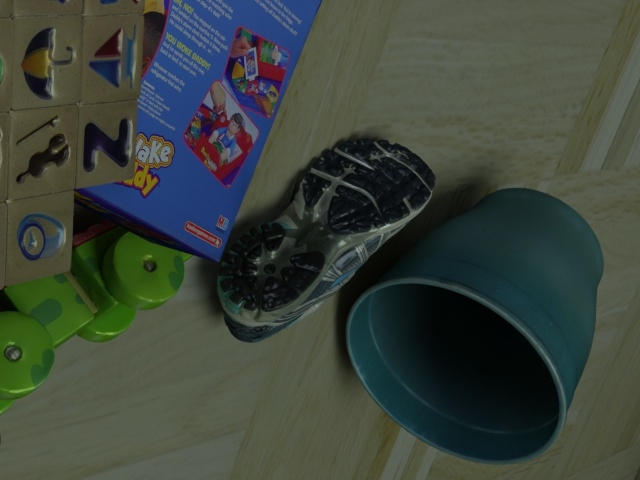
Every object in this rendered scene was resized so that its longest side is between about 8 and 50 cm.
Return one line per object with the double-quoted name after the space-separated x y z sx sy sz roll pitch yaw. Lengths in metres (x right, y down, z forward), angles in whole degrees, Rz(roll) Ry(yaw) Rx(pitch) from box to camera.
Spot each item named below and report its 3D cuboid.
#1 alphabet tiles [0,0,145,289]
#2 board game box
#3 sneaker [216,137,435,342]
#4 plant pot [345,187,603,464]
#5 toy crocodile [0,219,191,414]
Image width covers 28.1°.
-0.224 -0.098 0.728 0.342 0.011 0.285 -15 116 -52 "alphabet tiles"
-0.151 -0.150 0.892 0.347 0.078 0.233 33 75 -55 "board game box"
0.000 0.000 1.314 0.283 0.110 0.122 -36 161 -27 "sneaker"
0.209 0.080 1.514 0.255 0.271 0.272 -49 150 -40 "plant pot"
-0.220 0.052 1.036 0.340 0.105 0.115 -34 -179 -36 "toy crocodile"
